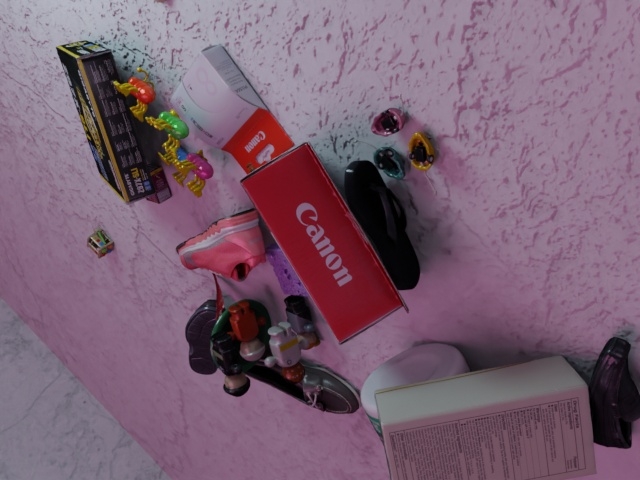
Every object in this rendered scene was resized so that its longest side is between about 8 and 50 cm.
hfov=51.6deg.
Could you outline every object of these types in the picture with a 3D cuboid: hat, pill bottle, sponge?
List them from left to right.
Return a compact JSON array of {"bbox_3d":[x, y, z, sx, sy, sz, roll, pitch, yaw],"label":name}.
[{"bbox_3d":[-0.237,0.206,1.622,0.184,0.208,0.173,10,146,45],"label":"hat"},{"bbox_3d":[-0.022,0.064,1.372,0.210,0.031,0.117,1,120,47],"label":"sponge"},{"bbox_3d":[0.237,0.390,1.223,0.204,0.204,0.360,-11,111,51],"label":"pill bottle"}]

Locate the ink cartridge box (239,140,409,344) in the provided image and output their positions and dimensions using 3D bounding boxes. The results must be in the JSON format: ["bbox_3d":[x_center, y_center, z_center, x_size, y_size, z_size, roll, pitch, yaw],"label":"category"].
[{"bbox_3d":[0.000,0.000,1.099,0.309,0.130,0.272,58,179,-6],"label":"ink cartridge box"}]

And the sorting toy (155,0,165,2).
[{"bbox_3d":[-0.343,-0.560,1.186,0.208,0.038,0.193,43,143,11],"label":"sorting toy"}]

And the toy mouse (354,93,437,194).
[{"bbox_3d":[0.116,-0.155,1.040,0.143,0.031,0.160,11,127,42],"label":"toy mouse"}]

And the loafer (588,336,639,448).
[{"bbox_3d":[0.442,0.230,0.983,0.078,0.076,0.223,17,136,31],"label":"loafer"}]

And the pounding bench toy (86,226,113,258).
[{"bbox_3d":[-0.658,0.004,1.989,0.065,0.052,0.083,44,143,11],"label":"pounding bench toy"}]

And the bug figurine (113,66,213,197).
[{"bbox_3d":[-0.303,-0.211,1.352,0.216,0.072,0.279,41,163,39],"label":"bug figurine"}]

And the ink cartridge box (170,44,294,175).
[{"bbox_3d":[-0.177,-0.230,1.275,0.232,0.066,0.189,57,144,0],"label":"ink cartridge box"}]

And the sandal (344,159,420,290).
[{"bbox_3d":[0.117,-0.030,1.104,0.055,0.097,0.254,-9,124,37],"label":"sandal"}]

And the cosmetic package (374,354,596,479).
[{"bbox_3d":[0.252,0.298,1.036,0.113,0.310,0.160,-97,-3,-75],"label":"cosmetic package"}]

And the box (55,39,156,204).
[{"bbox_3d":[-0.477,-0.268,1.467,0.257,0.079,0.321,36,143,55],"label":"box"}]

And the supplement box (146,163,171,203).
[{"bbox_3d":[-0.402,-0.137,1.602,0.055,0.043,0.083,16,130,39],"label":"supplement box"}]

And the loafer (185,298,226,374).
[{"bbox_3d":[-0.303,0.244,1.780,0.109,0.095,0.302,12,135,-4],"label":"loafer"}]

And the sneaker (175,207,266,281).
[{"bbox_3d":[-0.222,0.038,1.473,0.314,0.116,0.136,-26,86,53],"label":"sneaker"}]

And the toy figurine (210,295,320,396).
[{"bbox_3d":[-0.116,0.228,1.442,0.210,0.213,0.148,-10,110,12],"label":"toy figurine"}]

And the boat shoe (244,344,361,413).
[{"bbox_3d":[-0.058,0.347,1.595,0.335,0.095,0.112,22,134,34],"label":"boat shoe"}]
